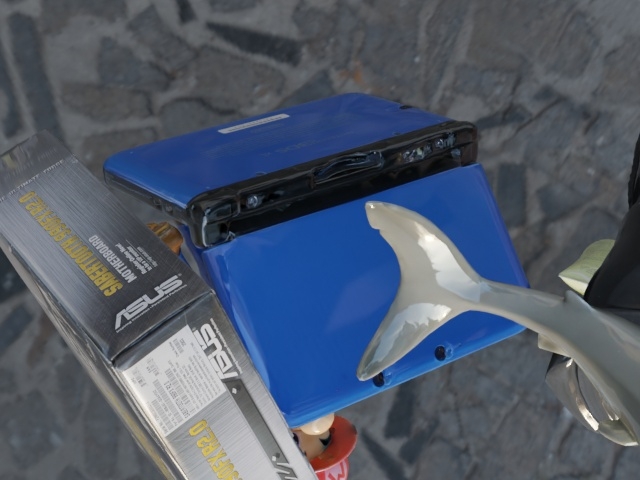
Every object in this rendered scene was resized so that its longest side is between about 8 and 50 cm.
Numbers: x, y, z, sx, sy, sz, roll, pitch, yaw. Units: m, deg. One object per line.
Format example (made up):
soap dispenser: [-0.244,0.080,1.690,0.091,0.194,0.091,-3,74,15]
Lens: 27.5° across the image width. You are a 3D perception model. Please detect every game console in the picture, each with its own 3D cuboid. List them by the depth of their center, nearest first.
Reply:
game console: [0.000,0.000,1.121,0.250,0.293,0.173,24,124,49]

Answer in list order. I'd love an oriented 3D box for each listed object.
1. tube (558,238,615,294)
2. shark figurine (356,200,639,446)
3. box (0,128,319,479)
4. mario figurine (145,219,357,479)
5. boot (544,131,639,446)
tube: [0.275,0.037,1.253,0.070,0.240,0.062,-25,88,12]
shark figurine: [0.148,0.073,0.564,0.278,0.166,0.116,52,155,21]
box: [-0.078,0.073,0.668,0.183,0.056,0.231,38,159,45]
mario figurine: [-0.051,0.109,1.249,0.198,0.170,0.321,-26,103,3]
boot: [0.369,-0.070,0.773,0.367,0.445,0.146,12,150,26]
